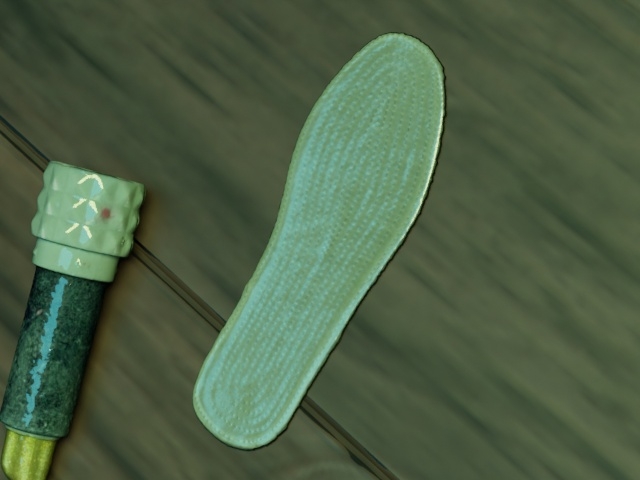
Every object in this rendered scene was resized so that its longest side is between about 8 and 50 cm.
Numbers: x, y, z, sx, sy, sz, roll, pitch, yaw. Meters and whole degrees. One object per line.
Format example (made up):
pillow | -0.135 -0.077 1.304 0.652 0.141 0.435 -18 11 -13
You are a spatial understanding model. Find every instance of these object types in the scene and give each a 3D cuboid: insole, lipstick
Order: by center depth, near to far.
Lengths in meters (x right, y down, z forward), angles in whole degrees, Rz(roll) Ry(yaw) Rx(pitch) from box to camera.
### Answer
insole | 0.000 0.000 0.597 0.053 0.002 0.153 29 91 20
lipstick | -0.092 0.032 0.607 0.037 0.037 0.116 16 91 20
